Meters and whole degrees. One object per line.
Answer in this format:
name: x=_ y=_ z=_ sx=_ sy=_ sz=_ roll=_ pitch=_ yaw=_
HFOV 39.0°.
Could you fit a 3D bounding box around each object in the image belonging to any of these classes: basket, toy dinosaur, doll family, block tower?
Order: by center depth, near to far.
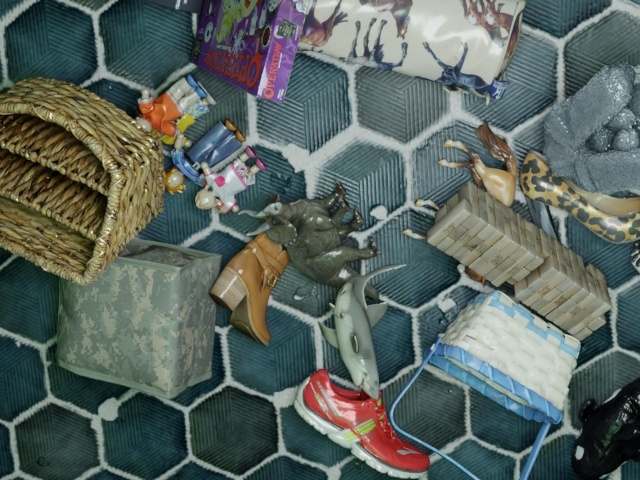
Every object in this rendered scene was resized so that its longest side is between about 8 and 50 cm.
basket: x=-0.428 y=-0.109 z=1.448 sx=0.299 sy=0.223 sz=0.214 roll=26 pitch=138 yaw=15
block tower: x=0.332 y=0.032 z=1.483 sx=0.335 sy=0.097 sz=0.091 roll=31 pitch=125 yaw=-19
basket: x=0.286 y=0.251 z=1.516 sx=0.254 sy=0.201 sz=0.289 roll=35 pitch=74 yaw=-2
doll family: x=-0.224 y=-0.163 z=1.552 sx=0.163 sy=0.118 sz=0.263 roll=-37 pitch=114 yaw=5
toy dinosaur: x=0.000 y=0.000 z=1.560 sx=0.160 sy=0.121 sz=0.313 roll=-29 pitch=129 yaw=9

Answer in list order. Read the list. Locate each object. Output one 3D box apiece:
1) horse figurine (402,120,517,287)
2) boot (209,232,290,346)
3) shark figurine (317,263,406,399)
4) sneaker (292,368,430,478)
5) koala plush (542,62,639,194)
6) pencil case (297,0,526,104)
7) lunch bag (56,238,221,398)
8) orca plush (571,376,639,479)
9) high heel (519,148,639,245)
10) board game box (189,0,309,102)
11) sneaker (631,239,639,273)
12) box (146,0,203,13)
horse figurine: x=0.260 y=-0.065 z=1.537 sx=0.174 sy=0.066 sz=0.263 roll=26 pitch=105 yaw=5
boot: x=-0.101 y=0.088 z=1.595 sx=0.073 sy=0.197 sz=0.152 roll=22 pitch=65 yaw=34
shark figurine: x=0.077 y=0.120 z=1.554 sx=0.116 sy=0.166 sz=0.278 roll=-21 pitch=133 yaw=-23
sneaker: x=0.088 y=0.327 z=1.619 sx=0.279 sy=0.107 sz=0.118 roll=32 pitch=94 yaw=-4
koala plush: x=0.486 y=-0.186 z=1.437 sx=0.221 sy=0.203 sz=0.196 roll=-29 pitch=93 yaw=-32
pencil case: x=0.108 y=-0.339 z=1.443 sx=0.410 sy=0.160 sz=0.184 roll=13 pitch=120 yaw=3
lunch bag: x=-0.333 y=0.121 z=1.573 sx=0.286 sy=0.169 sz=0.235 roll=10 pitch=102 yaw=23
orca plush: x=0.556 y=0.324 z=1.571 sx=0.287 sy=0.102 sz=0.151 roll=-35 pitch=97 yaw=11
high heel: x=0.468 y=-0.088 z=1.494 sx=0.261 sy=0.093 sz=0.186 roll=-15 pitch=106 yaw=17
board game box: x=-0.112 y=-0.344 z=1.381 sx=0.056 sy=0.347 sz=0.208 roll=5 pitch=106 yaw=-26
sneaker: x=0.686 y=-0.016 z=1.493 sx=0.330 sy=0.130 sz=0.147 roll=-36 pitch=111 yaw=14
box: x=-0.286 y=-0.469 z=1.466 sx=0.207 sy=0.108 sz=0.153 roll=19 pitch=103 yaw=9
